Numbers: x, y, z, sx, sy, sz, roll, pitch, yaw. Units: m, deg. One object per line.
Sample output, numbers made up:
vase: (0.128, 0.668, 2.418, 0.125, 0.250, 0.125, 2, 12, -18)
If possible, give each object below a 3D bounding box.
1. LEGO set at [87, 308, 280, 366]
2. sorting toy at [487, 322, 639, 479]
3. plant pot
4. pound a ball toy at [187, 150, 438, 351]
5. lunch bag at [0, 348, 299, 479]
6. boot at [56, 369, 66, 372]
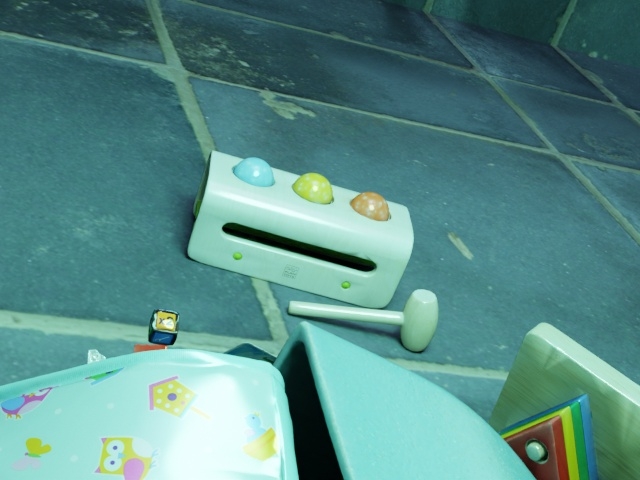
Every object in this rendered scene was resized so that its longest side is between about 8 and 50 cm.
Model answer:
LEGO set: (-0.082, 0.122, 0.949, 0.244, 0.182, 0.060, 32, 44, -38)
sorting toy: (0.234, 0.250, 0.958, 0.257, 0.255, 0.089, 36, 41, 28)
plant pot: (0.060, 0.255, 0.843, 0.252, 0.247, 0.247, 19, 25, -23)
pound a ball toy: (0.000, 0.000, 1.380, 0.319, 0.135, 0.208, 16, 27, -10)
lunch bag: (-0.136, 0.202, 0.734, 0.262, 0.160, 0.223, -12, 47, 4)
boot: (-0.184, 0.204, 0.950, 0.190, 0.076, 0.208, 23, 20, -1)
